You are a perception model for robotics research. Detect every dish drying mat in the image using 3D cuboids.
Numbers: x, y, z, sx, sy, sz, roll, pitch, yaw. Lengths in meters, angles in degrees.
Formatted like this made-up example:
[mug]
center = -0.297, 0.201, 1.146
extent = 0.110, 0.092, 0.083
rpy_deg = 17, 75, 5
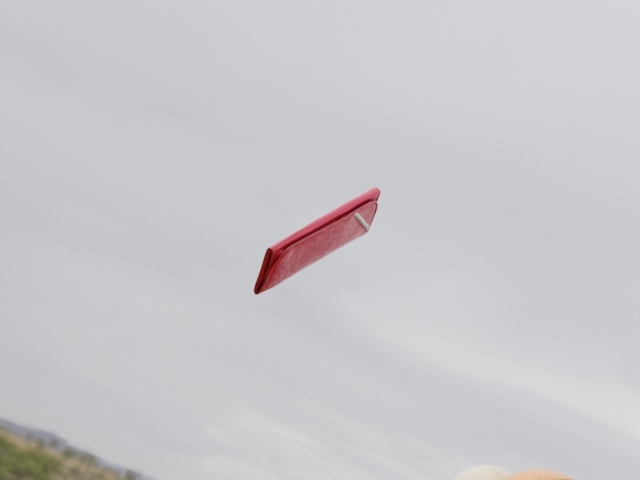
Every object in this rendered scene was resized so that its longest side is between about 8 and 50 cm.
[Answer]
[dish drying mat]
center = 0.000, 0.000, 0.606
extent = 0.008, 0.083, 0.032
rpy_deg = 39, -46, 20

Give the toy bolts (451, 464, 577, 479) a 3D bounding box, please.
[toy bolts]
center = 0.201, 0.224, 0.837
extent = 0.158, 0.218, 0.228
rpy_deg = 33, -35, 51
